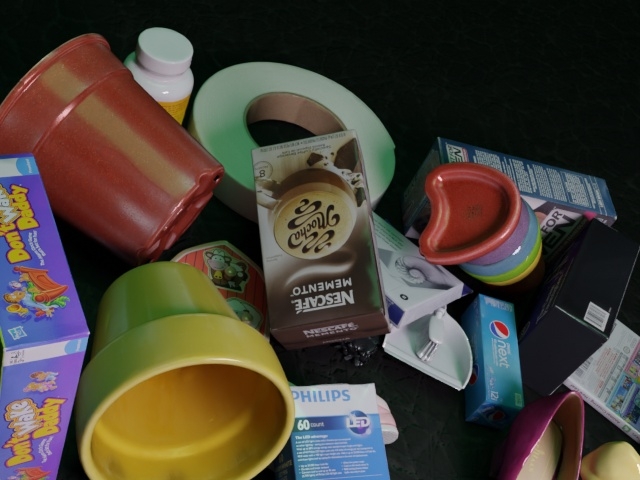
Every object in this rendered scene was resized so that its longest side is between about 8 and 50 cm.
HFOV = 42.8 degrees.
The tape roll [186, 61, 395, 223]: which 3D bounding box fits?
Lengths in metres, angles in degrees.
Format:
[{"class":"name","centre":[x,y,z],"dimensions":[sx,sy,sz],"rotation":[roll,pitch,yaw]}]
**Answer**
[{"class":"tape roll","centre":[-0.050,-0.176,1.495],"dimensions":[0.392,0.072,0.392],"rotation":[13,46,-14]}]

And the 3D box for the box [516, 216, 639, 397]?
[{"class":"box","centre":[0.424,0.110,1.381],"dimensions":[0.103,0.184,0.261],"rotation":[32,45,8]}]

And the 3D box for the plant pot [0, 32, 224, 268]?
[{"class":"plant pot","centre":[-0.303,-0.113,1.200],"dimensions":[0.265,0.272,0.272],"rotation":[39,45,0]}]

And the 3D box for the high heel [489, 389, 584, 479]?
[{"class":"high heel","centre":[0.282,0.377,1.076],"dimensions":[0.127,0.181,0.377],"rotation":[19,45,-9]}]

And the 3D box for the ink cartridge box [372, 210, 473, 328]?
[{"class":"ink cartridge box","centre":[0.124,0.034,1.360],"dimensions":[0.223,0.045,0.224],"rotation":[40,36,27]}]

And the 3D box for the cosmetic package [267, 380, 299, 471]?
[{"class":"cosmetic package","centre":[-0.052,0.256,1.126],"dimensions":[0.060,0.041,0.115],"rotation":[29,45,1]}]

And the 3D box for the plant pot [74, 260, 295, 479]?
[{"class":"plant pot","centre":[-0.183,0.158,1.026],"dimensions":[0.254,0.254,0.239],"rotation":[2,35,-23]}]

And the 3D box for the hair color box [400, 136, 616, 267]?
[{"class":"hair color box","centre":[0.340,-0.060,1.501],"dimensions":[0.347,0.174,0.105],"rotation":[12,48,-15]}]

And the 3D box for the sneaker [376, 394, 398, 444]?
[{"class":"sneaker","centre":[0.043,0.252,1.172],"dimensions":[0.134,0.051,0.070],"rotation":[9,44,-20]}]

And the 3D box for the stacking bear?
[{"class":"stacking bear","centre":[0.298,0.008,1.383],"dimensions":[0.289,0.164,0.175],"rotation":[41,51,-52]}]

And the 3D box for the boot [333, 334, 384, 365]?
[{"class":"boot","centre":[0.055,0.131,1.287],"dimensions":[0.099,0.045,0.121],"rotation":[31,49,4]}]

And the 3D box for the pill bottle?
[{"class":"pill bottle","centre":[-0.276,-0.241,1.347],"dimensions":[0.117,0.208,0.118],"rotation":[13,46,-14]}]

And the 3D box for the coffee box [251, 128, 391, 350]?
[{"class":"coffee box","centre":[0.000,0.000,1.232],"dimensions":[0.168,0.119,0.297],"rotation":[-11,67,6]}]

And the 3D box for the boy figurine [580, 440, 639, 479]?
[{"class":"boy figurine","centre":[0.432,0.414,1.100],"dimensions":[0.177,0.092,0.285],"rotation":[-23,89,-36]}]

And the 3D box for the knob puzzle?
[{"class":"knob puzzle","centre":[-0.155,0.070,1.254],"dimensions":[0.213,0.030,0.213],"rotation":[13,46,-14]}]

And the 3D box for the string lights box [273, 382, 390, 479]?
[{"class":"string lights box","centre":[0.017,0.318,1.038],"dimensions":[0.133,0.077,0.260],"rotation":[3,63,-23]}]

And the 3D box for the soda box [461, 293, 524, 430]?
[{"class":"soda box","centre":[0.274,0.192,1.316],"dimensions":[0.067,0.071,0.210],"rotation":[17,46,-11]}]

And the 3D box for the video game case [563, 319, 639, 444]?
[{"class":"video game case","centre":[0.537,0.241,1.432],"dimensions":[0.193,0.023,0.212],"rotation":[39,45,11]}]

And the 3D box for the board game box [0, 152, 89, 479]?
[{"class":"board game box","centre":[-0.344,0.109,0.904],"dimensions":[0.078,0.347,0.233],"rotation":[-8,54,-30]}]

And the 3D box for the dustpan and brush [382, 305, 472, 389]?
[{"class":"dustpan and brush","centre":[0.187,0.136,1.330],"dimensions":[0.147,0.060,0.211],"rotation":[28,25,-1]}]
